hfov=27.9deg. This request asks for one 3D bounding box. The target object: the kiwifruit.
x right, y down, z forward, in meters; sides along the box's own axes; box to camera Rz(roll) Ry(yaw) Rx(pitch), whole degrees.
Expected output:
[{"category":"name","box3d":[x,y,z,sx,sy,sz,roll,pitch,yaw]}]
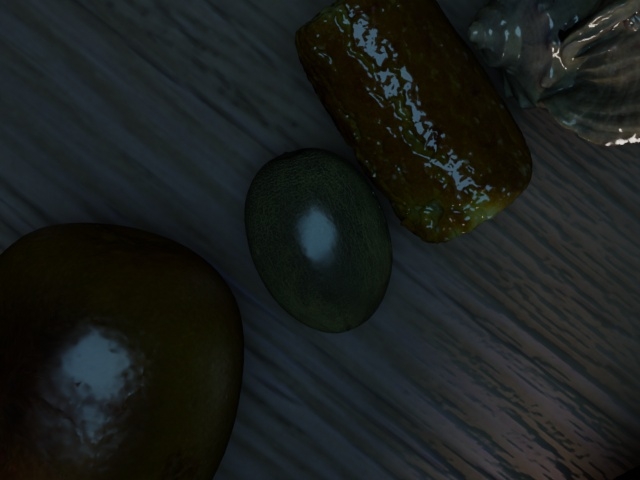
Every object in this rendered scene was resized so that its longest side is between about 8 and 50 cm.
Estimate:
[{"category":"kiwifruit","box3d":[-0.151,0.107,0.841,0.196,0.196,0.234,15,95,-3]}]

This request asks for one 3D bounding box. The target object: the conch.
[{"category":"conch","box3d":[0.217,-0.143,0.842,0.245,0.163,0.178,-9,69,-18]}]

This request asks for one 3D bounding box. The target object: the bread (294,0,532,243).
[{"category":"bread","box3d":[0.062,-0.091,0.860,0.103,0.132,0.172,-31,99,14]}]

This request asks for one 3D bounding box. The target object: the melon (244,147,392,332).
[{"category":"melon","box3d":[0.000,0.000,0.879,0.098,0.098,0.130,-24,101,1]}]

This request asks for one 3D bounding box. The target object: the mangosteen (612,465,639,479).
[{"category":"mangosteen","box3d":[0.282,0.282,0.826,0.300,0.300,0.300,0,96,-2]}]
